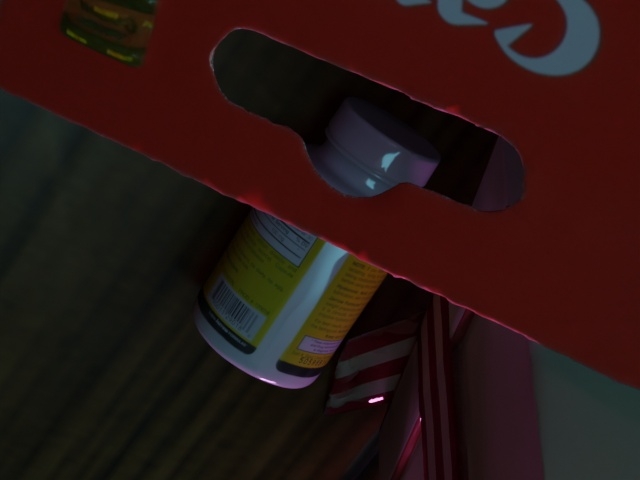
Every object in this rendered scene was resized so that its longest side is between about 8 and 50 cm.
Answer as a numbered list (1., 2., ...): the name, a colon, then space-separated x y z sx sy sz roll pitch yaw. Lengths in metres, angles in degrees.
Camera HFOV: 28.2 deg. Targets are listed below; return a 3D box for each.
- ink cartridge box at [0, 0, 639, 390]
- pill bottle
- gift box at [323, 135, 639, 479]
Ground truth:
1. ink cartridge box: 0.034 -0.157 0.326 0.091 0.308 0.385 -32 143 -59
2. pill bottle: 0.000 0.000 0.542 0.065 0.065 0.116 23 110 -31
3. gift box: 0.141 0.120 0.528 0.255 0.258 0.276 11 140 -11
